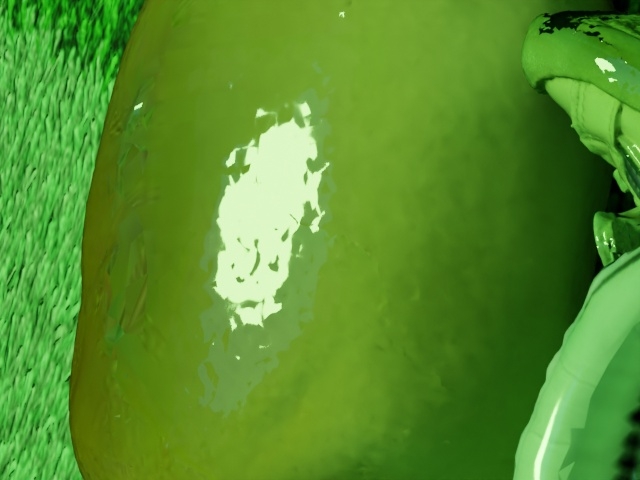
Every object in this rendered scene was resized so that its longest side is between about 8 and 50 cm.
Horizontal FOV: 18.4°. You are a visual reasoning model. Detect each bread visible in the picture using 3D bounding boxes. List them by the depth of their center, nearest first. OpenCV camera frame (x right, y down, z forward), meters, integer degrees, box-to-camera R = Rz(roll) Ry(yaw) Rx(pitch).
[{"bbox_3d":[0.000,0.000,1.130,0.348,0.253,0.376,8,88,54],"label":"bread"}]

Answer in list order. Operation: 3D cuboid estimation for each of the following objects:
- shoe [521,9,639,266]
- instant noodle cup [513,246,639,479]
[{"bbox_3d":[0.193,-0.028,0.915,0.262,0.140,0.128,32,103,33],"label":"shoe"},{"bbox_3d":[0.244,0.106,0.662,0.284,0.312,0.284,-24,61,51],"label":"instant noodle cup"}]
